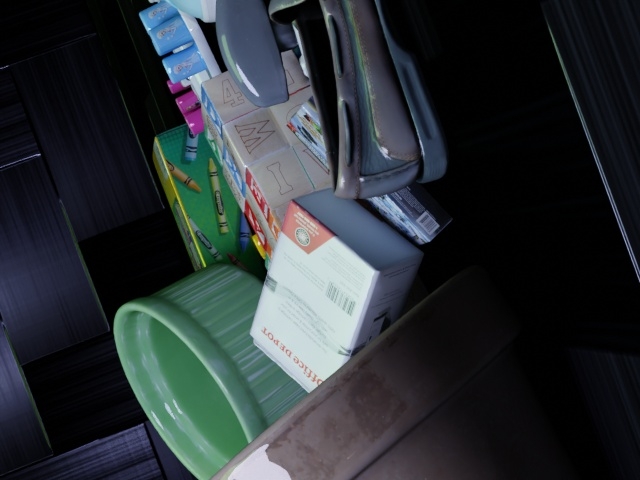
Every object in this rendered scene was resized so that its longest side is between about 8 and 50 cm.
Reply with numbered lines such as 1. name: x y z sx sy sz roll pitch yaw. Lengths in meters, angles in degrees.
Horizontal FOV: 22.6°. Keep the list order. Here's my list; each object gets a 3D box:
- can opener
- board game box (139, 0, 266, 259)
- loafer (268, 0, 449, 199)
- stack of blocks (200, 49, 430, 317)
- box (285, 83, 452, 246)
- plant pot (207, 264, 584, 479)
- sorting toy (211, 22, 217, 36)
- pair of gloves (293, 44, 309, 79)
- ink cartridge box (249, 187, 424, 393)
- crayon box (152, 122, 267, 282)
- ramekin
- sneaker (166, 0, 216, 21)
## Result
1. can opener: -0.054 -0.245 1.218 0.074 0.093 0.280 54 -158 -86
2. board game box: -0.151 -0.191 1.821 0.390 0.050 0.390 58 176 47
3. loafer: 0.004 -0.156 1.121 0.096 0.084 0.267 106 142 -75
4. stack of blocks: 0.000 0.000 1.390 0.297 0.087 0.171 62 169 13
5. box: 0.035 -0.053 1.199 0.137 0.027 0.094 47 170 -3
6. plant pot: 0.078 0.181 1.063 0.229 0.263 0.263 50 167 7
7. sorting toy: -0.113 -0.282 1.630 0.229 0.041 0.307 94 154 -68
8. pair of gloves: -0.007 -0.164 1.352 0.159 0.023 0.198 55 167 49
9. ink cartridge box: 0.010 0.043 1.226 0.099 0.056 0.135 40 129 30
10. crayon box: -0.155 -0.021 2.284 0.165 0.081 0.278 136 112 -80
11. ramekin: -0.120 0.176 2.082 0.303 0.148 0.303 40 149 30
12. sneaker: -0.203 -0.298 1.554 0.366 0.150 0.135 49 160 45
